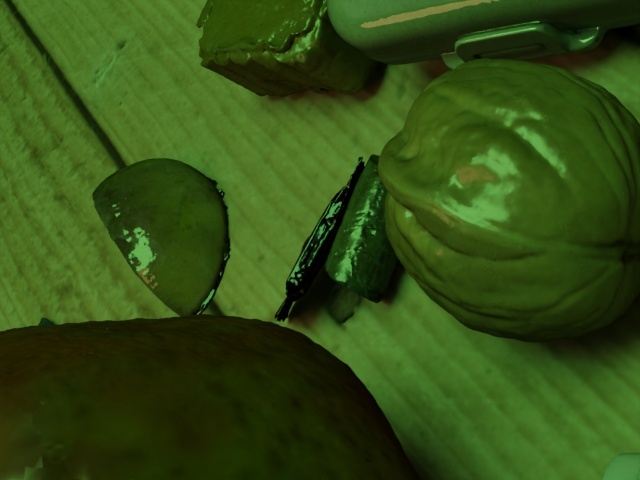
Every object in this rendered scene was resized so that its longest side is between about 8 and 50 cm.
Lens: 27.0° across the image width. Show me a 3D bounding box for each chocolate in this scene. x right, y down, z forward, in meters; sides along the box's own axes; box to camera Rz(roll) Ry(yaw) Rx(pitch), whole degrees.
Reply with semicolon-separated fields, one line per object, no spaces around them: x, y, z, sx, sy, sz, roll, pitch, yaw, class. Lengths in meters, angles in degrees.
0.000;0.000;1.323;0.182;0.028;0.086;-59;-7;0;chocolate

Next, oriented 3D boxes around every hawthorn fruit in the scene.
-0.150;0.253;1.015;0.472;0.472;0.472;-27;47;32;hawthorn fruit

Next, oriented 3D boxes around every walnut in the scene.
0.158;-0.035;1.075;0.225;0.225;0.261;-54;39;2;walnut

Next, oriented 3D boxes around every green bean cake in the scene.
-0.013;-0.273;1.481;0.224;0.131;0.229;9;74;51;green bean cake

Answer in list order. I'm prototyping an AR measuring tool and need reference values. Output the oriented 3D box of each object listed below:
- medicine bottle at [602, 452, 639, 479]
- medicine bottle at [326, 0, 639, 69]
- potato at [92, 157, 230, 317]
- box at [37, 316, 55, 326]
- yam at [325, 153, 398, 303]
0.283;0.178;0.896;0.183;0.069;0.119;-6;61;43;medicine bottle
0.177;-0.307;1.239;0.375;0.123;0.282;-5;78;31;medicine bottle
-0.186;-0.037;1.519;0.120;0.100;0.261;-47;39;12;potato
-0.347;0.231;1.497;0.337;0.106;0.264;25;83;51;box
0.053;-0.011;1.275;0.070;0.070;0.146;5;67;48;yam
